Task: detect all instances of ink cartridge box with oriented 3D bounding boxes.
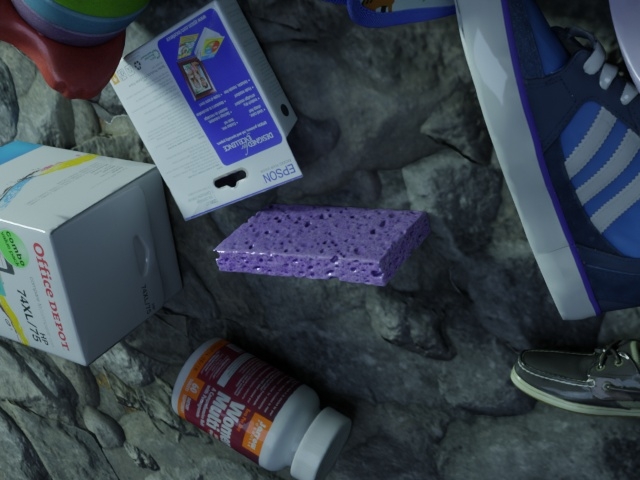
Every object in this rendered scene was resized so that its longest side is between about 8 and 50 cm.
[{"bbox_3d":[-0.359,0.005,1.009,0.270,0.197,0.198,12,123,27],"label":"ink cartridge box"},{"bbox_3d":[-0.130,-0.143,0.872,0.206,0.045,0.208,-16,106,38],"label":"ink cartridge box"}]

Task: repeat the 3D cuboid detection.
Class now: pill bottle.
[{"bbox_3d":[-0.078,0.229,1.010,0.221,0.121,0.121,26,128,19],"label":"pill bottle"}]

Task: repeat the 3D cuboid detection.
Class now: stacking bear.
[{"bbox_3d":[-0.220,-0.300,0.735,0.175,0.164,0.289,37,143,-15],"label":"stacking bear"}]

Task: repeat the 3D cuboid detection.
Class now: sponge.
[{"bbox_3d":[0.000,0.000,0.824,0.210,0.117,0.031,3,120,32],"label":"sponge"}]

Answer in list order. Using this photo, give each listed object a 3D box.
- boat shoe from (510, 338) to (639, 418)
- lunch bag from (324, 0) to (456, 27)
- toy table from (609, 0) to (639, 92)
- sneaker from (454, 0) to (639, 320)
[{"bbox_3d":[0.301,0.130,0.735,0.223,0.080,0.073,10,116,22],"label":"boat shoe"},{"bbox_3d":[0.031,-0.332,0.480,0.385,0.239,0.328,11,138,-27],"label":"lunch bag"},{"bbox_3d":[0.240,-0.201,0.421,0.252,0.161,0.274,-13,68,26],"label":"toy table"},{"bbox_3d":[0.254,-0.095,0.578,0.236,0.130,0.323,-19,114,16],"label":"sneaker"}]
